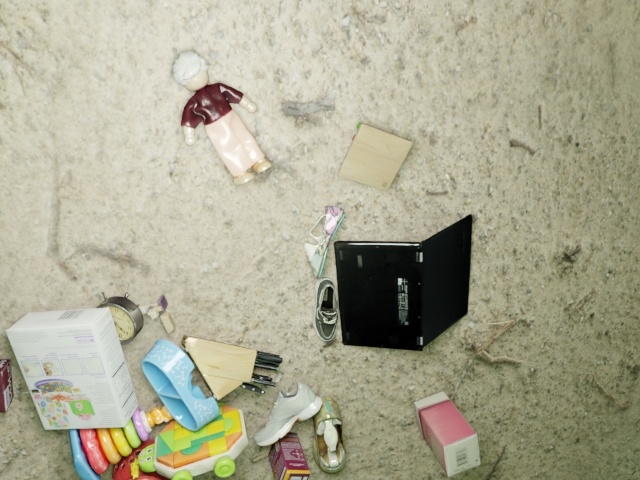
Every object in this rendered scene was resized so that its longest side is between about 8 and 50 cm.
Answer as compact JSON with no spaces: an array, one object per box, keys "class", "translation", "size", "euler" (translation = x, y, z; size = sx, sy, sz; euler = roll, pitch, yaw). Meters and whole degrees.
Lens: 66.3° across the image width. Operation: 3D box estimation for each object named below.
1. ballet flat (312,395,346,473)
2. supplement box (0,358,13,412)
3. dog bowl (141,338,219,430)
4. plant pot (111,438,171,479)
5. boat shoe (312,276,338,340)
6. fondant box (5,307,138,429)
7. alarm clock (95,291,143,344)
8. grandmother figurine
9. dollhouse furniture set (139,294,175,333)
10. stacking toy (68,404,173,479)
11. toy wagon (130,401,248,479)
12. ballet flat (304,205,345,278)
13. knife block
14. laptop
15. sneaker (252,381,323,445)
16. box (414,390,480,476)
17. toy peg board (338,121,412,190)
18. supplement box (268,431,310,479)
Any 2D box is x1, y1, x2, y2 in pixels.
[{"class":"ballet flat","translation":[0.034,0.700,1.678],"size":[0.123,0.123,0.349],"euler":[-11,112,-12]},{"class":"supplement box","translation":[-0.963,0.391,1.300],"size":[0.239,0.073,0.130],"euler":[2,110,-16]},{"class":"dog bowl","translation":[-0.409,0.424,1.409],"size":[0.074,0.166,0.297],"euler":[-42,116,-43]},{"class":"plant pot","translation":[-0.539,0.740,1.498],"size":[0.191,0.174,0.191],"euler":[-6,111,-16]},{"class":"boat shoe","translation":[0.017,0.225,1.522],"size":[0.077,0.070,0.219],"euler":[-9,112,-13]},{"class":"fondant box","translation":[-0.661,0.351,1.325],"size":[0.238,0.096,0.330],"euler":[-4,111,6]},{"class":"alarm clock","translation":[-0.559,0.234,1.352],"size":[0.129,0.064,0.192],"euler":[20,111,1]},{"class":"grandmother figurine","translation":[-0.262,-0.309,1.237],"size":[0.208,0.104,0.342],"euler":[-41,115,-29]},{"class":"dollhouse furniture set","translation":[-0.473,0.230,1.386],"size":[0.081,0.091,0.114],"euler":[-13,117,5]},{"class":"stacking toy","translation":[-0.566,0.559,1.448],"size":[0.301,0.166,0.175],"euler":[-23,130,-19]},{"class":"toy wagon","translation":[-0.388,0.603,1.437],"size":[0.344,0.267,0.068],"euler":[-14,111,-11]},{"class":"ballet flat","translation":[0.000,0.000,1.441],"size":[0.079,0.077,0.222],"euler":[20,99,-3]},{"class":"knife block","translation":[-0.249,0.350,1.474],"size":[0.242,0.088,0.276],"euler":[-32,96,-25]},{"class":"laptop","translation":[0.277,0.131,1.580],"size":[0.407,0.236,0.382],"euler":[1,115,14]},{"class":"sneaker","translation":[-0.127,0.559,1.605],"size":[0.262,0.099,0.121],"euler":[-36,94,2]},{"class":"box","translation":[0.441,0.674,1.719],"size":[0.126,0.232,0.149],"euler":[-17,113,-9]},{"class":"toy peg board","translation":[0.147,-0.247,1.394],"size":[0.161,0.079,0.161],"euler":[15,121,-20]},{"class":"supplement box","translation":[-0.105,0.734,1.609],"size":[0.080,0.188,0.104],"euler":[13,106,-21]}]
